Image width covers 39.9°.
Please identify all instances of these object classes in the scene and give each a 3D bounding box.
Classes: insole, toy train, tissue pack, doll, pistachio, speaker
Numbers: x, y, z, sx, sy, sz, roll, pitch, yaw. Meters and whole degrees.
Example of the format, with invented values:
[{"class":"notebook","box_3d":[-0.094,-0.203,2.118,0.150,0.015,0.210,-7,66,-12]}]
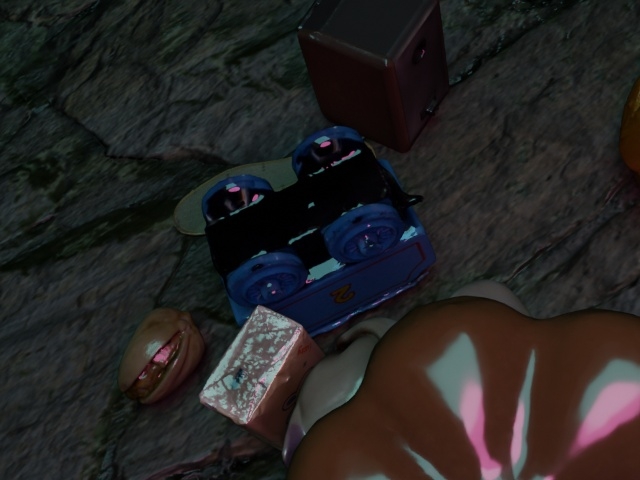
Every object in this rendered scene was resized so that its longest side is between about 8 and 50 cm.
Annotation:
[{"class":"insole","box_3d":[-0.077,-0.088,1.432,0.348,0.009,0.119,-16,61,5]},{"class":"toy train","box_3d":[0.000,0.000,1.224,0.300,0.265,0.188,-26,59,4]},{"class":"tissue pack","box_3d":[-0.063,0.190,1.178,0.092,0.196,0.148,26,76,22]},{"class":"doll","box_3d":[0.140,0.192,1.125,0.370,0.215,0.226,-14,62,7]},{"class":"pistachio","box_3d":[-0.236,0.168,1.289,0.113,0.113,0.149,39,84,26]},{"class":"speaker","box_3d":[0.088,-0.278,1.363,0.193,0.231,0.153,27,72,24]}]

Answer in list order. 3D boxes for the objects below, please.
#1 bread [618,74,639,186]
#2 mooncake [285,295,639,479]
[{"class":"bread","box_3d":[0.553,-0.156,1.221,0.270,0.148,0.269,-15,57,24]},{"class":"mooncake","box_3d":[0.187,0.278,0.858,0.467,0.262,0.466,-3,76,13]}]
